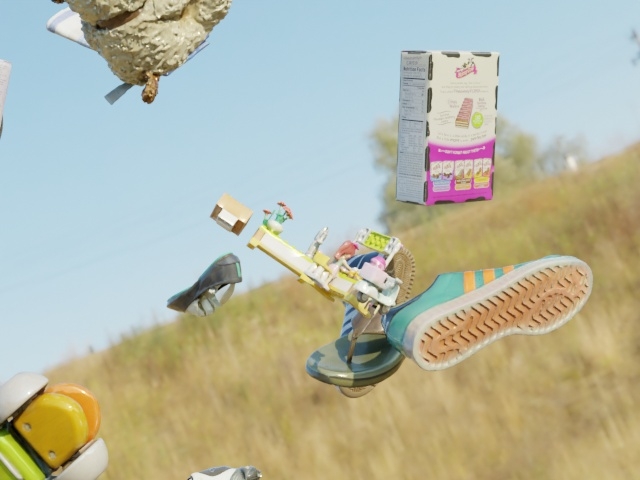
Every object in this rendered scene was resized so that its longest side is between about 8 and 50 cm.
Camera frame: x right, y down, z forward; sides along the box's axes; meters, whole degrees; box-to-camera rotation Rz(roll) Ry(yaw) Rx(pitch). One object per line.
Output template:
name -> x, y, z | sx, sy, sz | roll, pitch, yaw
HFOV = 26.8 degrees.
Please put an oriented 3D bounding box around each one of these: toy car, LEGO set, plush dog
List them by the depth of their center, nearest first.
toy car -> -0.346, 0.246, 1.652 | 0.182, 0.159, 0.136 | -40, 2, 17
LEGO set -> 0.000, 0.000, 1.734 | 0.107, 0.287, 0.132 | -56, -32, -9
plush dog -> -0.292, -0.342, 1.973 | 0.262, 0.211, 0.225 | -15, -48, 26

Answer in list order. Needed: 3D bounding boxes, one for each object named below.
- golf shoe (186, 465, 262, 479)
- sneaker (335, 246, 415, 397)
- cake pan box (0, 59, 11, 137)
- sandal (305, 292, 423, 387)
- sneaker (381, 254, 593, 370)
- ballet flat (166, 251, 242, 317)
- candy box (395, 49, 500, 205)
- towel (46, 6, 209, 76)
golf shoe -> -0.134, 0.317, 1.648 | 0.093, 0.077, 0.198 | 8, -30, -10
sneaker -> 0.066, 0.145, 2.388 | 0.099, 0.282, 0.153 | 30, -18, -30
cake pan box -> -0.697, -0.232, 2.418 | 0.266, 0.246, 0.070 | 12, -7, -35
sandal -> 0.095, 0.117, 1.913 | 0.302, 0.086, 0.120 | -30, 31, -33
sneaker -> 0.220, 0.077, 1.796 | 0.302, 0.108, 0.121 | -17, 27, -24
ballet flat -> -0.201, 0.094, 2.357 | 0.074, 0.074, 0.203 | -13, -18, -47
candy box -> 0.196, -0.176, 2.071 | 0.159, 0.233, 0.071 | -6, 12, -42
towel -> -0.389, -0.425, 2.730 | 0.209, 0.285, 0.034 | -51, -20, -53
